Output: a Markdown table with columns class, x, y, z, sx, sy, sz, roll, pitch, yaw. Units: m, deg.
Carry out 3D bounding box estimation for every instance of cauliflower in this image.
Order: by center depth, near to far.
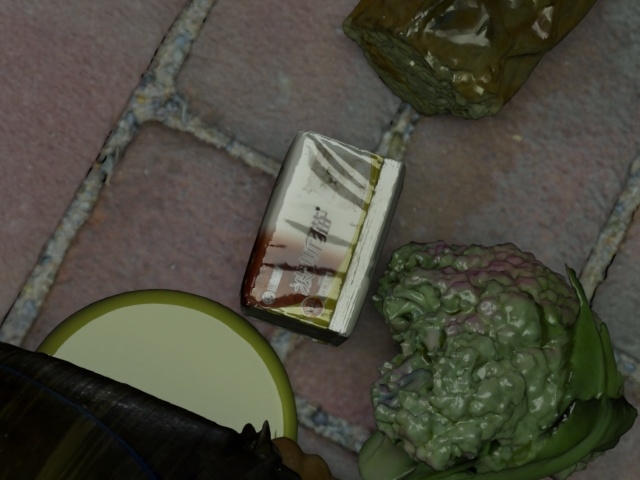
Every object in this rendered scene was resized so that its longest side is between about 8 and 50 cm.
| class | x | y | z | sx | sy | sz | roll | pitch | yaw |
| --- | --- | --- | --- | --- | --- | --- | --- | --- | --- |
| cauliflower | 0.109 | 0.135 | 1.558 | 0.239 | 0.256 | 0.315 | 41 | 112 | -2 |

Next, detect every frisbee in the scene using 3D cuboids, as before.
| class | x | y | z | sx | sy | sz | roll | pitch | yaw |
| --- | --- | --- | --- | --- | --- | --- | --- | --- | --- |
| frisbee | -0.135 | 0.155 | 1.617 | 0.236 | 0.017 | 0.236 | 1 | 83 | -5 |

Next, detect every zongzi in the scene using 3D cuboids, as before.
| class | x | y | z | sx | sy | sz | roll | pitch | yaw |
| --- | --- | --- | --- | --- | --- | --- | --- | --- | --- |
| zongzi | -0.260 | 0.211 | 1.375 | 0.403 | 0.432 | 0.208 | 21 | 111 | 16 |

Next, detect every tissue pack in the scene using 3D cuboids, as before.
| class | x | y | z | sx | sy | sz | roll | pitch | yaw |
| --- | --- | --- | --- | --- | --- | --- | --- | --- | --- |
| tissue pack | -0.001 | 0.000 | 1.603 | 0.099 | 0.106 | 0.149 | 19 | 81 | -2 |

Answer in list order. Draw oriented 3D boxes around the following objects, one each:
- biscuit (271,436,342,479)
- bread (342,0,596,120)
| class | x | y | z | sx | sy | sz | roll | pitch | yaw |
| --- | --- | --- | --- | --- | --- | --- | --- | --- | --- |
| biscuit | -0.044 | 0.213 | 1.578 | 0.183 | 0.061 | 0.118 | 23 | 80 | -1 |
| bread | 0.158 | -0.227 | 1.635 | 0.152 | 0.130 | 0.268 | 41 | 81 | 11 |
